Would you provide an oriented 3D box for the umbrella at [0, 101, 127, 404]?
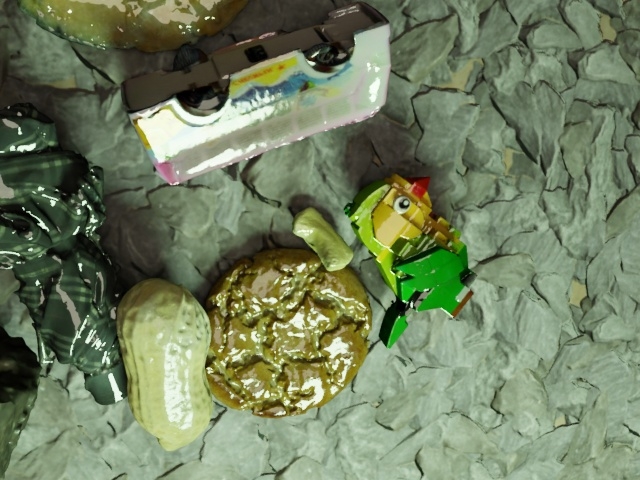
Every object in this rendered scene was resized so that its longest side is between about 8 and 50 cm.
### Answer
[{"bbox_3d":[-0.278,0.035,0.609,0.154,0.128,0.336,-18,110,-33],"label":"umbrella"}]

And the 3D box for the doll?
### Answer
[{"bbox_3d":[0.100,0.015,0.710,0.134,0.106,0.186,-24,106,-2],"label":"doll"}]

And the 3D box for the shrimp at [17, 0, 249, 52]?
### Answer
[{"bbox_3d":[-0.246,-0.375,0.568,0.272,0.085,0.445,-41,112,3],"label":"shrimp"}]

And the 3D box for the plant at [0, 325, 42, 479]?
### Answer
[{"bbox_3d":[-0.423,0.224,0.572,0.215,0.213,0.312,29,94,-20],"label":"plant"}]

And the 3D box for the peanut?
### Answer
[{"bbox_3d":[-0.164,0.136,0.657,0.090,0.098,0.214,6,114,9],"label":"peanut"}]

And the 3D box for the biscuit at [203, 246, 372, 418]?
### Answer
[{"bbox_3d":[-0.042,0.114,0.731,0.226,0.042,0.225,-3,103,-12],"label":"biscuit"}]

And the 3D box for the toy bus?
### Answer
[{"bbox_3d":[-0.060,-0.158,0.638,0.274,0.090,0.112,-20,131,-7],"label":"toy bus"}]

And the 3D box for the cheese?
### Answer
[{"bbox_3d":[0.000,0.000,0.710,0.083,0.030,0.044,48,46,3],"label":"cheese"}]
